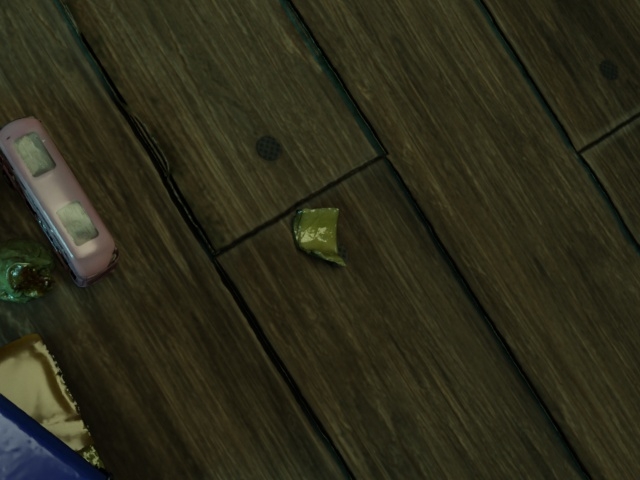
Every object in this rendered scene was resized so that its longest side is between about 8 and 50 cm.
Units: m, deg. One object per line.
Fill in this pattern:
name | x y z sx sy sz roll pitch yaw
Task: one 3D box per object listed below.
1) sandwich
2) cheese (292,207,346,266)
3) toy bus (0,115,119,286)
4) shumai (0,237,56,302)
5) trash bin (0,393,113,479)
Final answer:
sandwich | -0.332 0.235 0.906 0.186 0.108 0.220 -28 89 -23
cheese | 0.000 0.002 1.118 0.060 0.041 0.084 -1 61 -27
toy bus | -0.303 -0.045 0.997 0.063 0.090 0.203 -32 87 -23
shumai | -0.338 0.030 0.970 0.083 0.080 0.082 -11 78 -19
trash bin | -0.318 0.193 0.770 0.234 0.184 0.162 39 68 -13
